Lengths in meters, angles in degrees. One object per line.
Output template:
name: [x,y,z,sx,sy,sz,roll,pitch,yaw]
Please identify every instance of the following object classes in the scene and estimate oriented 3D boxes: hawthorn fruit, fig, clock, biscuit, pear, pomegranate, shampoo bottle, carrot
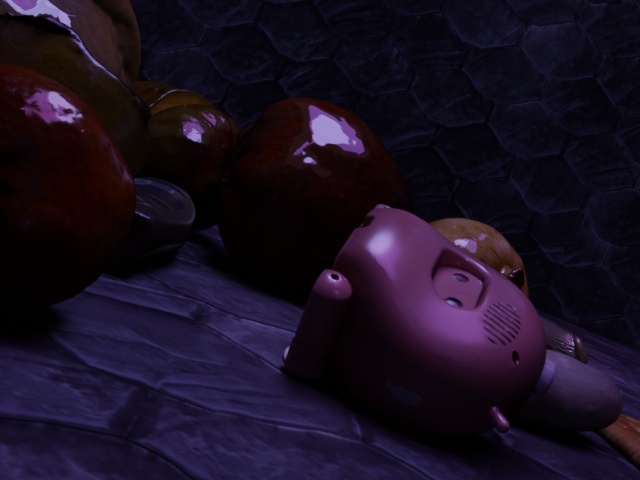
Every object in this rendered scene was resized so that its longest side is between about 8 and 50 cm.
hawthorn fruit: [-0.222,-0.036,0.609,0.179,0.179,0.200,24,5,18]
fig: [-0.294,-0.130,1.351,0.320,0.217,0.217,5,-1,18]
clock: [0.119,0.079,0.785,0.241,0.142,0.227,27,31,10]
biscuit: [0.457,0.284,1.063,0.160,0.030,0.250,22,5,-5]
pear: [-0.326,-0.097,0.882,0.266,0.178,0.267,15,-31,9]
pomegranate: [0.188,0.075,1.093,0.215,0.216,0.215,23,5,-2]
shampoo bottle: [-0.228,-0.026,1.006,0.125,0.084,0.350,20,6,-8]
hawthorn fruit: [-0.003,-0.066,1.218,0.324,0.309,0.308,-2,13,-18]
carrot: [-0.342,-0.225,1.766,0.241,0.242,0.340,18,6,-43]

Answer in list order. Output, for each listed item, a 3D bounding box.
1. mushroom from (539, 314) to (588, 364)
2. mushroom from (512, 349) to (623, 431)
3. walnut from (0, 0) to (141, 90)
mushroom: [0.276,0.139,1.298,0.328,0.122,0.159,23,14,-7]
mushroom: [0.223,0.160,0.969,0.351,0.095,0.123,21,0,-14]
walnut: [-0.459,-0.286,1.118,0.383,0.384,0.383,23,5,-2]
